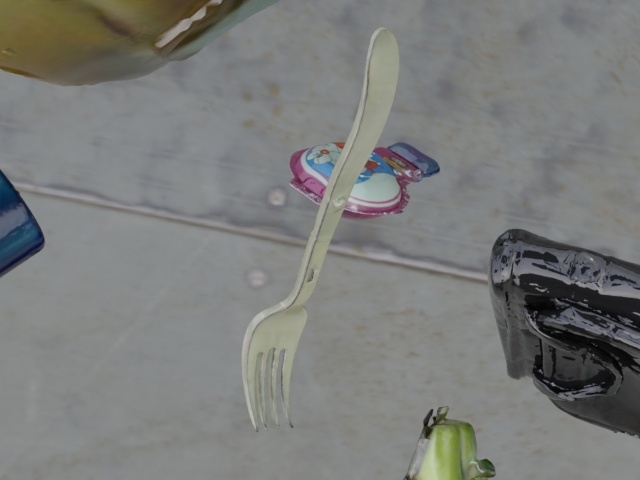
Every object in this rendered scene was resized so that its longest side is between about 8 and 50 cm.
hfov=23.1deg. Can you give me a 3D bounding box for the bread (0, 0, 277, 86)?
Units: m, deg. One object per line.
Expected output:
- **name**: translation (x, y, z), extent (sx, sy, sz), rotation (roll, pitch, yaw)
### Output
- **bread**: translation (-0.059, -0.217, 0.742), extent (0.341, 0.300, 0.210), rotation (-33, 92, 25)

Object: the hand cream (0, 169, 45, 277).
- **hand cream**: translation (-0.299, 0.039, 0.929), extent (0.270, 0.061, 0.120), rotation (-33, 75, -21)

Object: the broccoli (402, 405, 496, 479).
- **broccoli**: translation (0.128, 0.271, 1.177), extent (0.180, 0.242, 0.273), rotation (23, 115, 16)

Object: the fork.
- **fork**: translation (-0.003, -0.003, 0.766), extent (0.028, 0.034, 0.219), rotation (48, 129, 47)

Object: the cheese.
- **cheese**: translation (0.034, -0.048, 1.166), extent (0.095, 0.145, 0.038), rotation (36, 123, 26)

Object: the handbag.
- **handbag**: translation (0.258, 0.092, 1.313), extent (0.244, 0.275, 0.088), rotation (18, 74, 17)
